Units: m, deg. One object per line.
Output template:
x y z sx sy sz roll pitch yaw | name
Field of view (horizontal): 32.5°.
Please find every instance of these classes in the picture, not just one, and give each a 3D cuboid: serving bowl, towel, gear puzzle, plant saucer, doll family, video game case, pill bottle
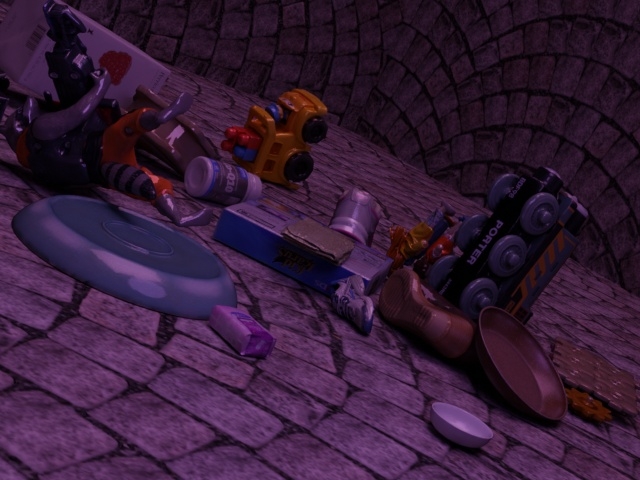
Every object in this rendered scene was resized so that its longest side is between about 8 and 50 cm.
0.171 0.234 1.360 0.083 0.027 0.083 23 11 -5 | serving bowl
0.000 0.000 1.775 0.110 0.027 0.148 27 12 8 | towel
0.463 0.256 1.871 0.175 0.044 0.339 28 14 9 | gear puzzle
-0.249 0.012 1.459 0.317 0.043 0.317 23 12 -5 | plant saucer
0.293 0.190 1.647 0.198 0.036 0.198 37 29 -24 | plant saucer
0.186 0.011 2.049 0.118 0.163 0.263 45 -4 10 | doll family
-0.023 0.015 1.879 0.269 0.061 0.244 27 13 9 | video game case
-0.182 -0.107 2.068 0.137 0.078 0.078 13 16 -44 | pill bottle

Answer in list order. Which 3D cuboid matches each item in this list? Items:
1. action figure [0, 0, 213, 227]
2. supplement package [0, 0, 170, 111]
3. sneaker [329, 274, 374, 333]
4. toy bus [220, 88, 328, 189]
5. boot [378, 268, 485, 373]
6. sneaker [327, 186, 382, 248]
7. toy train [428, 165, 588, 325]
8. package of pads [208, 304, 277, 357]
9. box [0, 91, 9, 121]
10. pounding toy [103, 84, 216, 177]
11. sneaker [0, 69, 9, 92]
-0.336 -0.162 1.587 0.330 0.341 0.178 9 46 28 | action figure
-0.486 -0.358 2.213 0.293 0.177 0.175 27 6 -47 | supplement package
0.045 0.101 1.677 0.058 0.052 0.135 -2 27 -12 | sneaker
-0.117 -0.245 2.518 0.211 0.220 0.149 8 24 -38 | toy bus
0.211 0.148 1.782 0.207 0.090 0.248 33 6 -22 | boot
0.070 -0.035 2.115 0.103 0.111 0.252 25 -7 -1 | sneaker
0.328 0.034 1.908 0.190 0.334 0.142 35 2 -38 | toy train
-0.097 0.111 1.347 0.050 0.032 0.083 11 17 -41 | package of pads
-0.647 -0.262 1.620 0.293 0.073 0.295 17 13 -39 | box
-0.354 -0.198 2.152 0.269 0.155 0.154 37 -15 13 | pounding toy
-0.659 -0.327 2.097 0.132 0.086 0.228 25 20 -22 | sneaker
